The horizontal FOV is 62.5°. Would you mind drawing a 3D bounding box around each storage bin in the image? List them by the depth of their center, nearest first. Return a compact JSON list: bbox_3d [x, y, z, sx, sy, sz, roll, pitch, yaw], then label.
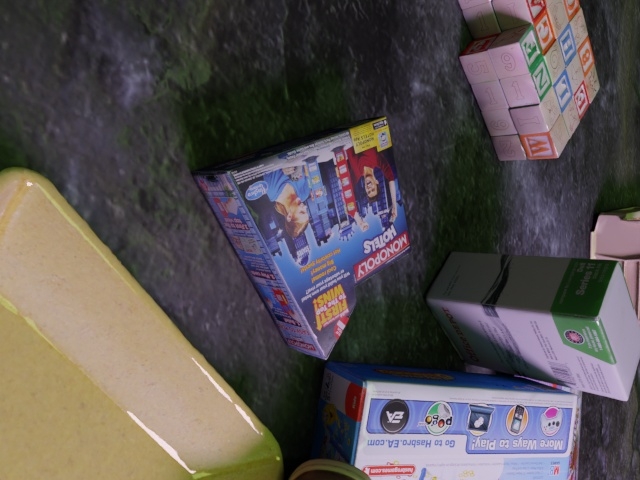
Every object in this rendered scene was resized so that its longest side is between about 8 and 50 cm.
[{"bbox_3d":[0.647,0.068,1.043,0.262,0.123,0.261,-8,100,-40],"label":"storage bin"}]

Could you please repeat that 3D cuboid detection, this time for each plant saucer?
[{"bbox_3d":[-0.171,0.182,0.291,0.333,0.080,0.333,59,30,-29],"label":"plant saucer"}]

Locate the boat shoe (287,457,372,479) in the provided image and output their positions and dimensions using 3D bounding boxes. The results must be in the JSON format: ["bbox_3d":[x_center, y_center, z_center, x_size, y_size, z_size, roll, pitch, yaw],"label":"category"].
[{"bbox_3d":[-0.015,0.356,0.410,0.123,0.123,0.342,23,79,-80],"label":"boat shoe"}]

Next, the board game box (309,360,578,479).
[{"bbox_3d":[0.130,0.302,0.581,0.308,0.086,0.302,12,86,-27],"label":"board game box"}]

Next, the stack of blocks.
[{"bbox_3d":[0.264,-0.275,0.694,0.171,0.087,0.297,-50,123,-26],"label":"stack of blocks"}]

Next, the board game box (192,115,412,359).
[{"bbox_3d":[0.000,0.000,0.504,0.194,0.060,0.194,-26,112,-37],"label":"board game box"}]

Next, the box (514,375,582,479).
[{"bbox_3d":[0.351,0.291,0.814,0.200,0.057,0.294,9,84,-52],"label":"box"}]

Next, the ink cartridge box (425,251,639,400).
[{"bbox_3d":[0.256,0.096,0.643,0.087,0.208,0.153,-54,126,-28],"label":"ink cartridge box"}]
